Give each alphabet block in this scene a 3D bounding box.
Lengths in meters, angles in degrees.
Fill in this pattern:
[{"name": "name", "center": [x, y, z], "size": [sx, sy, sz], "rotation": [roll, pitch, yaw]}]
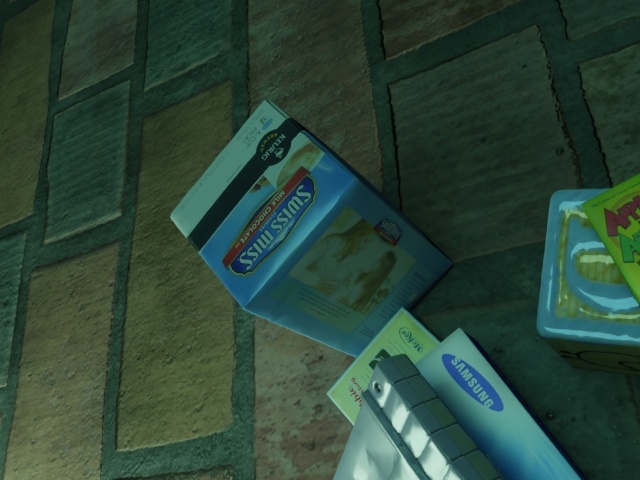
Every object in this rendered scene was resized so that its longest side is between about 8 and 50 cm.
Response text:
[{"name": "alphabet block", "center": [0.395, 0.058, 0.838], "size": [0.192, 0.197, 0.193], "rotation": [3, 71, 35]}]

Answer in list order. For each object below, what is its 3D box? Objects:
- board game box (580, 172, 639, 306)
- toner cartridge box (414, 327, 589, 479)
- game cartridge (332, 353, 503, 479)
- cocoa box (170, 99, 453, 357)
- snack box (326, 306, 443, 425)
[{"name": "board game box", "center": [0.368, 0.017, 0.720], "size": [0.092, 0.043, 0.181], "rotation": [-30, 56, 20]}, {"name": "toner cartridge box", "center": [0.227, 0.297, 0.844], "size": [0.165, 0.075, 0.348], "rotation": [-42, 56, 9]}, {"name": "game cartridge", "center": [0.105, 0.343, 0.856], "size": [0.230, 0.068, 0.355], "rotation": [56, 145, 39]}, {"name": "cocoa box", "center": [0.000, 0.000, 1.023], "size": [0.231, 0.347, 0.228], "rotation": [-48, 53, 6]}, {"name": "snack box", "center": [0.171, 0.268, 0.977], "size": [0.187, 0.060, 0.322], "rotation": [-49, 53, 5]}]
